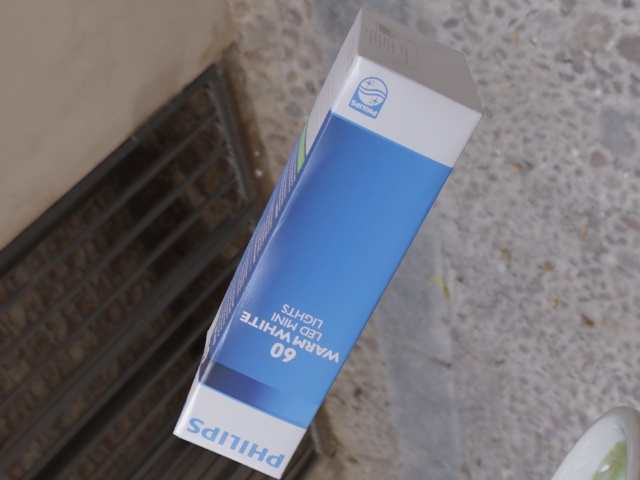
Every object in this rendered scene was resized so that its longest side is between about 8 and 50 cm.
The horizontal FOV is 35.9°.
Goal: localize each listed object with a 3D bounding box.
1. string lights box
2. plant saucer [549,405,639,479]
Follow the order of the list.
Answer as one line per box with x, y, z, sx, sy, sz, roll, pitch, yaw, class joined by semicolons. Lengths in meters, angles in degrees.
0.000;0.000;0.606;0.076;0.133;0.260;24;114;-7;string lights box
0.200;0.331;0.781;0.100;0.400;0.400;25;150;7;plant saucer
